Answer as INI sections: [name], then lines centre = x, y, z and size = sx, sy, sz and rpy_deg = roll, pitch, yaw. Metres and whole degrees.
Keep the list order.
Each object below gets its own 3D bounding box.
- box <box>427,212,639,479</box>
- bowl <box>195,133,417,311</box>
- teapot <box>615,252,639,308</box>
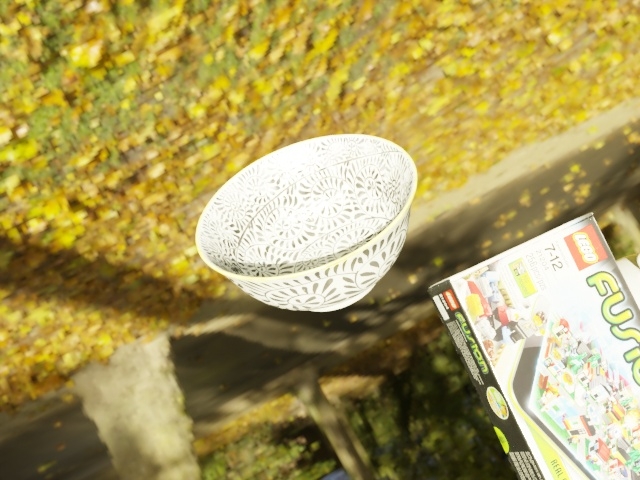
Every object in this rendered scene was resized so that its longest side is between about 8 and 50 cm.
[box]
centre = 0.161, 0.098, 0.608
size = 0.114, 0.207, 0.036
rpy_deg = -24, 175, -21
[bowl]
centre = 0.000, 0.000, 0.743
size = 0.170, 0.170, 0.080
rpy_deg = -28, 126, -8
[teapot]
centre = 0.301, 0.093, 0.892
size = 0.256, 0.187, 0.252
rpy_deg = -17, -156, -7
